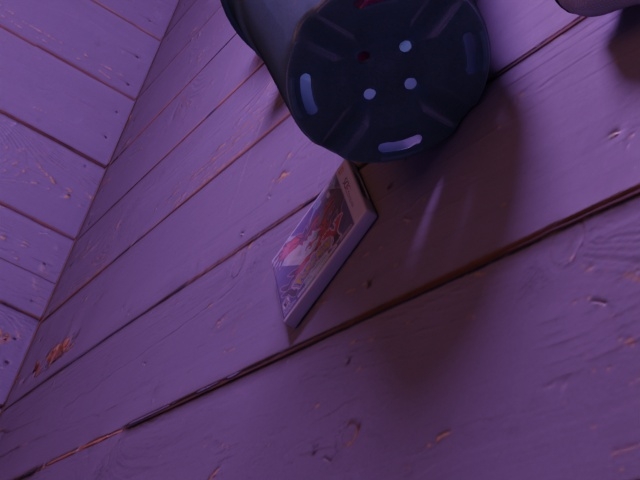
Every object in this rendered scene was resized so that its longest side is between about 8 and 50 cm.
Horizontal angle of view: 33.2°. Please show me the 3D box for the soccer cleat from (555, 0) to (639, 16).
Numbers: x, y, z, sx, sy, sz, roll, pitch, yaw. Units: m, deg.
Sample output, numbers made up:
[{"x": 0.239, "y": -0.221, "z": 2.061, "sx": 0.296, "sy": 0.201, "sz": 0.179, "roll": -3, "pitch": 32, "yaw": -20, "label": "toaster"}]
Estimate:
[{"x": 0.345, "y": -0.375, "z": 1.103, "sx": 0.143, "sy": 0.116, "sz": 0.331, "roll": 9, "pitch": 73, "yaw": 51, "label": "soccer cleat"}]

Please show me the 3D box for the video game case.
[{"x": 0.000, "y": 0.000, "z": 1.517, "sx": 0.201, "sy": 0.023, "sz": 0.183, "roll": -55, "pitch": 21, "yaw": 18, "label": "video game case"}]

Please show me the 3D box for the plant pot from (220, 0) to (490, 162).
[{"x": 0.050, "y": -0.290, "z": 1.388, "sx": 0.341, "sy": 0.341, "sz": 0.334, "roll": -51, "pitch": 31, "yaw": 25, "label": "plant pot"}]

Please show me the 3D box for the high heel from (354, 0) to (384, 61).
[{"x": 0.160, "y": -0.435, "z": 1.661, "sx": 0.377, "sy": 0.181, "sz": 0.127, "roll": -40, "pitch": 16, "yaw": -3, "label": "high heel"}]
